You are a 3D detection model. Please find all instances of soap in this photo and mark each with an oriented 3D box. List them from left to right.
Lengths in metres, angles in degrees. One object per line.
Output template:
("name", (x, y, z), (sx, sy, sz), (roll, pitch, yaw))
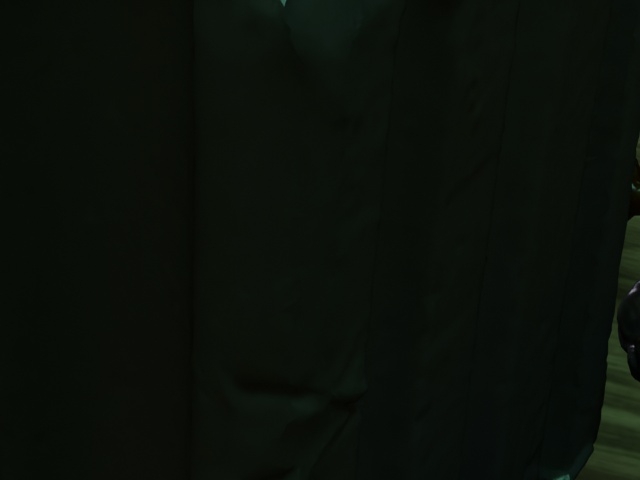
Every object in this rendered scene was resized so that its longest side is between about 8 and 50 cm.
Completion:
("soap", (0.000, 0.000, 0.750), (0.213, 0.435, 0.350), (23, 38, 29))

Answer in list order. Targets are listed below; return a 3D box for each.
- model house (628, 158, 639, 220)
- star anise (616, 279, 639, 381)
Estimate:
("model house", (0.135, -0.080, 1.148), (0.229, 0.220, 0.199), (17, 9, -2))
("star anise", (0.229, 0.127, 0.814), (0.129, 0.212, 0.282), (-10, 1, 16))
